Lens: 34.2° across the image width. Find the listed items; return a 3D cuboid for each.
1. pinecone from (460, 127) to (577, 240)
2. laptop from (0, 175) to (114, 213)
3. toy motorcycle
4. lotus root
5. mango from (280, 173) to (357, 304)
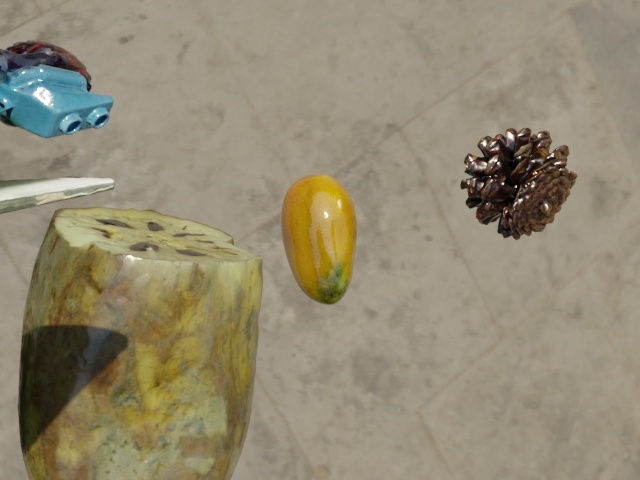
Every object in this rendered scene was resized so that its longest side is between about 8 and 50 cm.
[{"bbox_3d":[0.231,-0.074,1.242,0.140,0.120,0.140,-26,134,-30],"label":"pinecone"},{"bbox_3d":[-0.276,-0.019,0.593,0.187,0.269,0.015,-20,107,-61],"label":"laptop"},{"bbox_3d":[-0.438,-0.150,1.325,0.232,0.172,0.416,46,36,17],"label":"toy motorcycle"},{"bbox_3d":[-0.190,0.147,1.066,0.250,0.250,0.346,-1,104,-30],"label":"lotus root"},{"bbox_3d":[-0.002,-0.001,1.753,0.120,0.151,0.221,-3,87,-20],"label":"mango"}]
